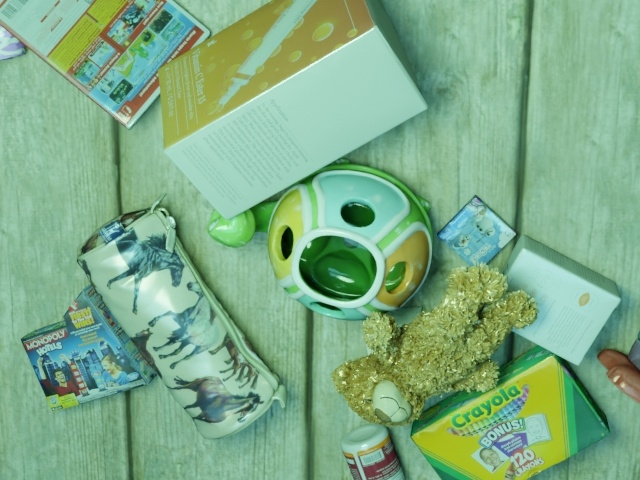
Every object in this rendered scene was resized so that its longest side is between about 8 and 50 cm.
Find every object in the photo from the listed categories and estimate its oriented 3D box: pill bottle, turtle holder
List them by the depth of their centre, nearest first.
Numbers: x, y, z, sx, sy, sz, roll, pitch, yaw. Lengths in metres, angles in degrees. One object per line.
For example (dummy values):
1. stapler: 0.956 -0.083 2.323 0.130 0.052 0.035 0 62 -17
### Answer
1. turtle holder: 0.016 -0.010 1.613 0.320 0.227 0.243 41 108 -3
2. pill bottle: 0.097 0.396 1.785 0.086 0.086 0.152 -17 102 14

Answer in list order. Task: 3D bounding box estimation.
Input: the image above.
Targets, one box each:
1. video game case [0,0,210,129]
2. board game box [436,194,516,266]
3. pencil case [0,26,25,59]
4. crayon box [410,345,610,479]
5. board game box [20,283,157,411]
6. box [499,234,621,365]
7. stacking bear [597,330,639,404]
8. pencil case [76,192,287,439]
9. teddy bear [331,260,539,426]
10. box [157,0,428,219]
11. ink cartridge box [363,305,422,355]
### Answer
1. video game case: -0.347 -0.341 1.652 0.285 0.025 0.204 39 85 -2
2. board game box: 0.250 -0.011 1.681 0.090 0.020 0.090 41 108 -4
3. pencil case: -0.535 -0.386 1.678 0.086 0.088 0.206 -9 104 15
4. crayon box: 0.309 0.304 1.725 0.278 0.081 0.165 -34 97 17
5. board game box: -0.411 0.180 1.828 0.194 0.060 0.194 -17 101 14
6. box: 0.362 0.092 1.652 0.171 0.091 0.130 28 108 2
7. stacking bear: 0.583 0.130 1.597 0.164 0.175 0.289 36 101 1
8. pencil case: -0.225 0.133 1.730 0.184 0.160 0.410 -30 98 31
9. teddy bear: 0.174 0.170 1.576 0.338 0.113 0.245 -30 137 8
10. box: -0.049 -0.223 1.539 0.345 0.215 0.168 -28 131 13
11. ink cartridge box: 0.127 0.175 1.715 0.090 0.092 0.143 -7 105 11
